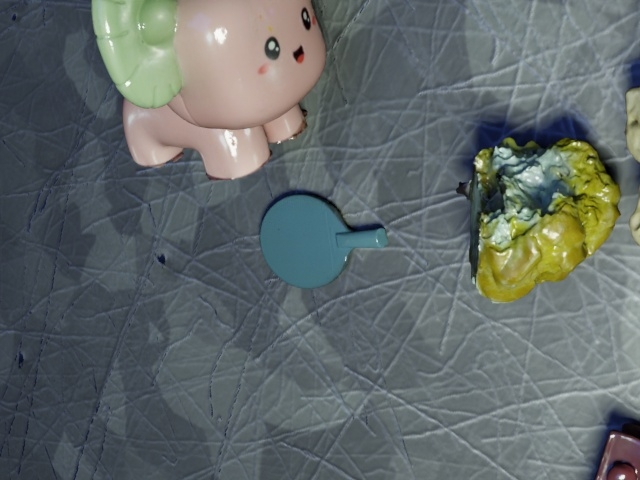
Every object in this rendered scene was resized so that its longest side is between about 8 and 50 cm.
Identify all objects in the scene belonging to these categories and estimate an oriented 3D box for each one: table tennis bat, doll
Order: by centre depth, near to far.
[{"bbox_3d":[-0.113,-0.201,1.234,0.216,0.284,0.268,10,130,32],"label":"doll"},{"bbox_3d":[0.000,0.000,1.334,0.155,0.019,0.100,-4,97,36],"label":"table tennis bat"}]

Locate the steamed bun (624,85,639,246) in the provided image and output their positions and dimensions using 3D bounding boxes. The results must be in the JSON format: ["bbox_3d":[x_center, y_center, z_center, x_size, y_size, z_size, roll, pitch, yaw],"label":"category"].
[{"bbox_3d":[0.360,-0.092,0.972,0.292,0.137,0.295,162,112,-66],"label":"steamed bun"}]

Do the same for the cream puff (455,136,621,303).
[{"bbox_3d":[0.194,-0.016,1.134,0.156,0.156,0.121,6,133,33],"label":"cream puff"}]

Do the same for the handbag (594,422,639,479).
[{"bbox_3d":[0.327,0.285,1.133,0.203,0.074,0.216,22,110,28],"label":"handbag"}]
